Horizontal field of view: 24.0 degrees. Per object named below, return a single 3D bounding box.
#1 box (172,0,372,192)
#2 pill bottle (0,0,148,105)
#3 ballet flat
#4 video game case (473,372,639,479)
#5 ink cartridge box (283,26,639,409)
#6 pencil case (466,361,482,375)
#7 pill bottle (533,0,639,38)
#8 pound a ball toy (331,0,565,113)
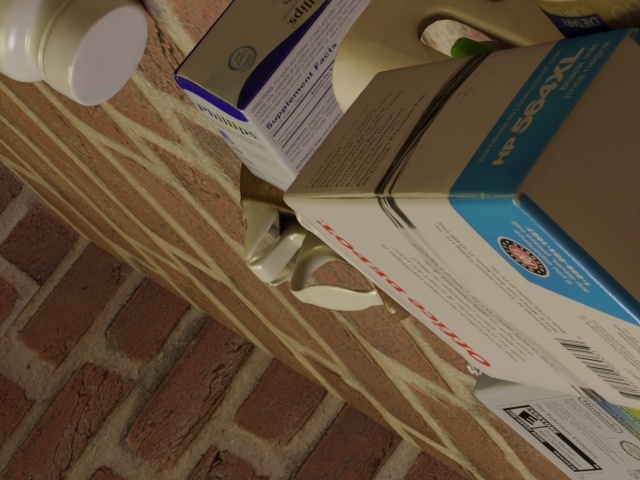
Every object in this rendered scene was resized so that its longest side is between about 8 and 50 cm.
[{"bbox_3d":[-0.012,-0.111,1.027,0.072,0.126,0.137,31,168,35],"label":"box"},{"bbox_3d":[-0.276,-0.220,1.379,0.229,0.131,0.131,32,169,21],"label":"pill bottle"},{"bbox_3d":[0.000,0.000,1.476,0.342,0.124,0.116,25,164,48],"label":"ballet flat"},{"bbox_3d":[0.314,0.185,1.117,0.329,0.036,0.300,41,154,-15],"label":"video game case"},{"bbox_3d":[0.096,-0.004,0.631,0.148,0.086,0.203,40,166,-21],"label":"ink cartridge box"},{"bbox_3d":[0.110,0.016,1.210,0.124,0.113,0.273,-27,123,34],"label":"pencil case"},{"bbox_3d":[0.170,-0.085,0.604,0.186,0.112,0.112,42,168,-29],"label":"pill bottle"},{"bbox_3d":[0.113,-0.070,0.788,0.319,0.136,0.208,29,168,30],"label":"pound a ball toy"}]
